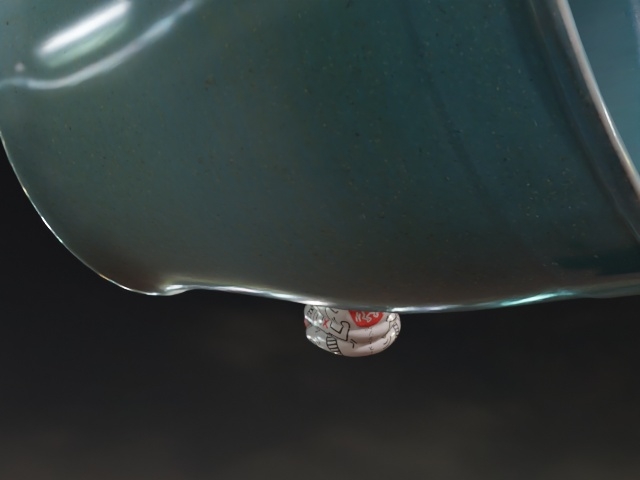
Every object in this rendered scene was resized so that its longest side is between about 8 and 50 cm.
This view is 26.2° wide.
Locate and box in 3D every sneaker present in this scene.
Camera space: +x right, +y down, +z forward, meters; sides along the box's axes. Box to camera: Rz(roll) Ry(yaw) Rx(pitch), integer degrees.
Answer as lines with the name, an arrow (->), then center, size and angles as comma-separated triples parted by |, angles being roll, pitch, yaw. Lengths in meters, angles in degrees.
sneaker -> -0.001, 0.001, 1.200 | 0.090, 0.145, 0.270 | -11, 24, -14

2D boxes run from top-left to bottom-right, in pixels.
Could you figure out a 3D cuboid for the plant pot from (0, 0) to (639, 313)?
plant pot -> 0.014, -0.088, 0.561 | 0.255, 0.272, 0.271 | -14, -23, 28
